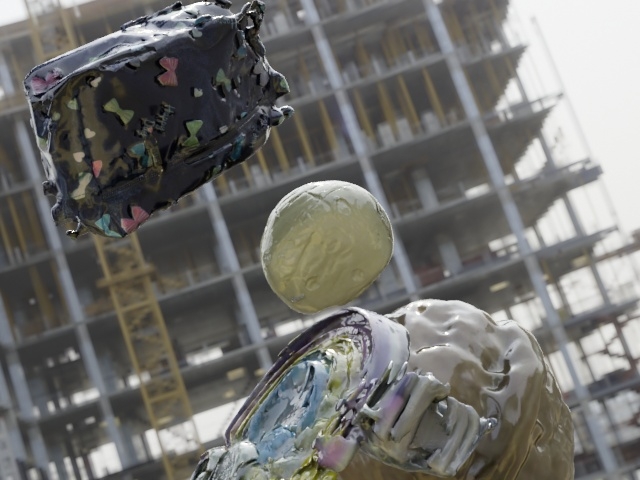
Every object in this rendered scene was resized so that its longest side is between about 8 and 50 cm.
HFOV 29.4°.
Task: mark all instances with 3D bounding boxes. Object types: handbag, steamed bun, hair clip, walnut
[{"bbox_3d":[-0.141,-0.110,1.061,0.113,0.162,0.260,11,36,40],"label":"handbag"},{"bbox_3d":[0.000,0.000,1.159,0.130,0.112,0.091,-39,25,-2],"label":"steamed bun"},{"bbox_3d":[0.002,0.080,0.524,0.116,0.049,0.172,-51,17,-26],"label":"hair clip"},{"bbox_3d":[0.108,0.181,1.089,0.248,0.248,0.248,-19,-12,-4],"label":"walnut"}]
